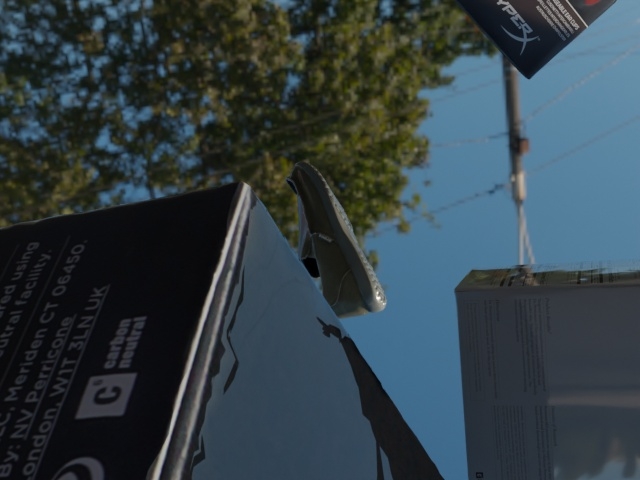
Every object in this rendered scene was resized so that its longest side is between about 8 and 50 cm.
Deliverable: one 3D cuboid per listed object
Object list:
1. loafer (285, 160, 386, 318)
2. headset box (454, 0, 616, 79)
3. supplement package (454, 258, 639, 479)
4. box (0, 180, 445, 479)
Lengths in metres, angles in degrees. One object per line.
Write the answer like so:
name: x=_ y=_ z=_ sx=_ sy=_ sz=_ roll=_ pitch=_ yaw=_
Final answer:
loafer: x=0.000 y=0.000 z=1.276 sx=0.087 sy=0.094 sz=0.251 roll=-29 pitch=-125 yaw=5
headset box: x=0.173 y=-0.283 z=0.623 sx=0.293 sy=0.110 sz=0.218 roll=-43 pitch=-139 yaw=15
supplement package: x=0.234 y=0.121 z=0.851 sx=0.203 sy=0.194 sz=0.149 roll=-3 pitch=-174 yaw=16
box: x=-0.169 y=0.256 z=0.555 sx=0.471 sy=0.480 sz=0.297 roll=-9 pitch=-133 yaw=22
